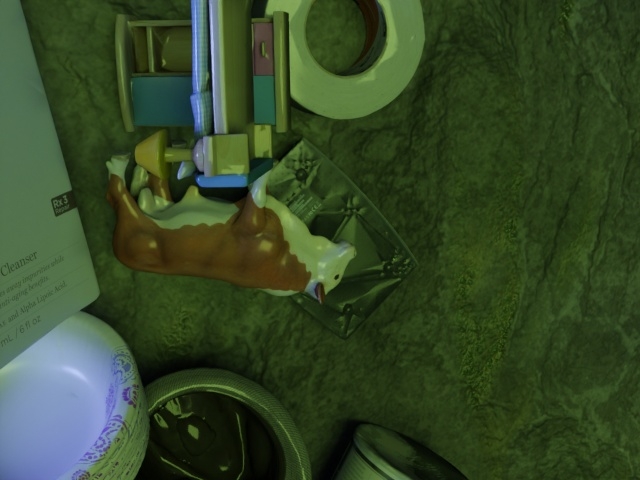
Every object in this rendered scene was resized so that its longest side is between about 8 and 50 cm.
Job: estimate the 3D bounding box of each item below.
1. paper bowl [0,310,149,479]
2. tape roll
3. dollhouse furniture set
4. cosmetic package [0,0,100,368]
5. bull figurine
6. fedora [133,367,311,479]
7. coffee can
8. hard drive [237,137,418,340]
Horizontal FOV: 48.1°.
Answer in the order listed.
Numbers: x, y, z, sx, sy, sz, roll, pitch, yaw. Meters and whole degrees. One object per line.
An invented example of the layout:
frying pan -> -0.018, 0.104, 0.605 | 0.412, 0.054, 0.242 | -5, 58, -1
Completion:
paper bowl -> -0.336, 0.222, 0.810 | 0.284, 0.284, 0.148 | -17, 134, -15
tape roll -> 0.022, -0.268, 0.923 | 0.219, 0.072, 0.219 | -5, 106, -19
dollhouse furniture set -> -0.149, -0.213, 0.718 | 0.197, 0.303, 0.287 | 0, 105, 5
cosmetic package -> -0.387, -0.074, 0.723 | 0.156, 0.217, 0.385 | -1, 112, 20
bull figurine -> -0.113, -0.018, 0.863 | 0.310, 0.101, 0.189 | 2, 114, 8
fedora -> -0.154, 0.288, 0.970 | 0.244, 0.124, 0.275 | -45, 107, -6
coffee can -> 0.079, 0.442, 1.052 | 0.201, 0.201, 0.276 | 25, 94, -24
hard drive -> 0.000, 0.000, 0.991 | 0.172, 0.054, 0.255 | -46, 112, -4
